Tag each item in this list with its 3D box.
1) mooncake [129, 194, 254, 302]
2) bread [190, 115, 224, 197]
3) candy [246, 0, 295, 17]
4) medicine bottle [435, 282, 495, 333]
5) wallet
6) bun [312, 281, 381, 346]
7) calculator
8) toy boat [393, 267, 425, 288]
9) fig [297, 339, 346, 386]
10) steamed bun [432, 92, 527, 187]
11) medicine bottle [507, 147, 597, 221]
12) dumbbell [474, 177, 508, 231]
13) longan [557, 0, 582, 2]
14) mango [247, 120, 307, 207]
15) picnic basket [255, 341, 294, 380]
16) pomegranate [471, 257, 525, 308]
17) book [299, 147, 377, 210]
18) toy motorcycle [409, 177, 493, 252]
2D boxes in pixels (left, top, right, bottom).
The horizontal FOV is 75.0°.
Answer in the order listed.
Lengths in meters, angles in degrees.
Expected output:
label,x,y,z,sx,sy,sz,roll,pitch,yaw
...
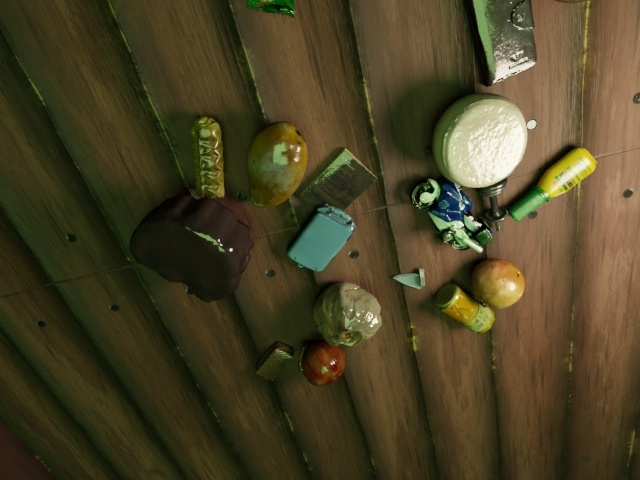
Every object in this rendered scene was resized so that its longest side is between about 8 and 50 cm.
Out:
label,x,y,z,sx,sy,sz,roll,pitch,yaw
mooncake,-0.413,0.018,1.420,0.350,0.212,0.381,-19,125,35
bread,-0.367,-0.268,1.360,0.087,0.098,0.270,-21,127,-38
candy,-0.120,-0.719,1.124,0.141,0.078,0.204,10,107,-18
medicine bottle,0.577,0.275,1.650,0.238,0.124,0.124,32,114,-15
wallet,0.521,-0.624,1.200,0.172,0.045,0.318,-21,118,12
bun,0.103,0.298,1.608,0.281,0.205,0.282,0,117,0
calculator,0.000,0.000,1.517,0.172,0.051,0.293,28,121,-18
toy boat,0.347,0.152,1.635,0.122,0.034,0.096,-6,119,12
fig,0.005,0.501,1.736,0.204,0.205,0.206,0,119,-1
steamed bun,0.478,-0.312,1.293,0.282,0.177,0.283,-1,114,-3
medicine bottle,0.781,-0.182,1.428,0.111,0.076,0.309,40,112,-18
dumbbell,0.599,-0.132,1.442,0.110,0.110,0.255,-20,123,10
longan,0.648,-0.746,0.992,0.318,0.319,0.319,0,119,-1
mango,-0.149,-0.232,1.351,0.192,0.146,0.317,22,123,-4
picnic basket,-0.201,0.530,1.816,0.110,0.055,0.193,31,116,-16
pomegranate,0.653,0.160,1.547,0.191,0.191,0.192,0,119,-1
book,0.061,-0.186,1.444,0.160,0.024,0.228,38,112,-20
toy motorcycle,0.467,-0.104,1.445,0.196,0.125,0.331,-40,108,20
